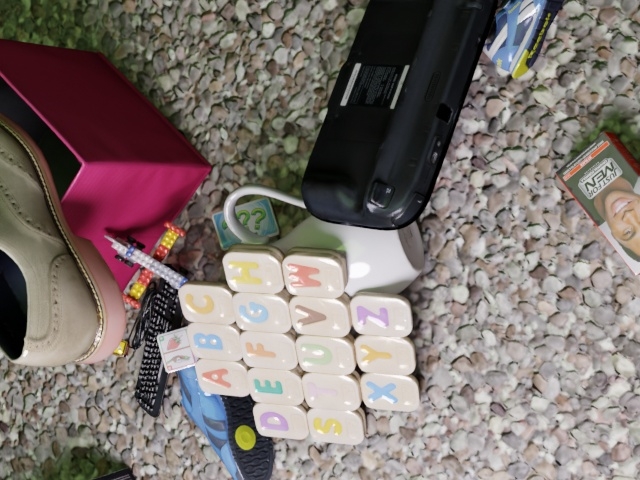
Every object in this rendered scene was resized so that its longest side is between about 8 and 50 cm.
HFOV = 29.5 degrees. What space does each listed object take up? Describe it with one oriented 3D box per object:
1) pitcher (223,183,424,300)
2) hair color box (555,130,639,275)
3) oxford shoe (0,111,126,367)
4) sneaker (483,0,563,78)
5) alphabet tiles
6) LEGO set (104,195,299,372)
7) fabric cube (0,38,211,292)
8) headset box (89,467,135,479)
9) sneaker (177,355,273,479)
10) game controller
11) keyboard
[{"bbox_3d":[0.000,0.000,1.407,0.207,0.125,0.177,-16,109,22],"label":"pitcher"},{"bbox_3d":[0.323,-0.040,1.292,0.072,0.043,0.141,-43,73,23],"label":"hair color box"},{"bbox_3d":[-0.369,-0.028,1.321,0.397,0.146,0.140,47,115,20],"label":"oxford shoe"},{"bbox_3d":[0.225,-0.253,1.332,0.059,0.053,0.144,33,106,26],"label":"sneaker"},{"bbox_3d":[-0.026,0.126,1.412,0.278,0.021,0.284,4,126,17],"label":"alphabet tiles"},{"bbox_3d":[-0.155,0.060,1.491,0.244,0.060,0.182,-16,83,-3],"label":"LEGO set"},{"bbox_3d":[-0.351,-0.079,1.541,0.254,0.258,0.259,44,111,19],"label":"fabric cube"},{"bbox_3d":[-0.304,0.491,1.612,0.246,0.131,0.283,-37,76,26],"label":"headset box"},{"bbox_3d":[-0.127,0.223,1.545,0.082,0.069,0.209,-33,77,43],"label":"sneaker"},{"bbox_3d":[0.085,-0.163,1.348,0.166,0.067,0.319,5,69,46],"label":"game controller"},{"bbox_3d":[-0.221,0.126,1.580,0.100,0.038,0.192,29,108,56],"label":"keyboard"}]
